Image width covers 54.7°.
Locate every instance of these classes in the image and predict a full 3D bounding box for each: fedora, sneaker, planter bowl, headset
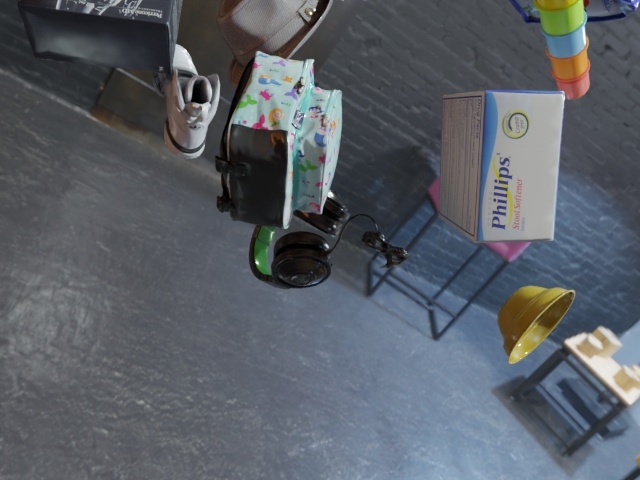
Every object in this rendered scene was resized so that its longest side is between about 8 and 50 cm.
[{"bbox_3d":[-0.105,-0.433,1.172,0.124,0.275,0.243,48,-15,-33],"label":"fedora"},{"bbox_3d":[-0.358,-0.423,1.673,0.137,0.210,0.366,0,65,-27],"label":"sneaker"},{"bbox_3d":[0.467,0.169,1.400,0.090,0.217,0.217,44,22,30],"label":"planter bowl"},{"bbox_3d":[0.000,0.000,1.362,0.185,0.244,0.394,29,-17,-35],"label":"headset"}]

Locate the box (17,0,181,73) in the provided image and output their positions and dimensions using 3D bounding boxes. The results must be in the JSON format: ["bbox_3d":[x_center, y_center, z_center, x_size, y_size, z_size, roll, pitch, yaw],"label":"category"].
[{"bbox_3d":[-0.529,-0.612,1.554,0.343,0.179,0.313,4,63,-9],"label":"box"}]

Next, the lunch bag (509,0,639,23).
[{"bbox_3d":[0.726,-0.779,1.667,0.238,0.328,0.385,19,5,-41],"label":"lunch bag"}]

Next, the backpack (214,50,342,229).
[{"bbox_3d":[-0.062,-0.173,1.001,0.191,0.225,0.254,4,53,-3],"label":"backpack"}]

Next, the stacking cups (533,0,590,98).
[{"bbox_3d":[0.471,-0.405,1.199,0.096,0.096,0.316,55,4,38],"label":"stacking cups"}]

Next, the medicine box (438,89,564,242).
[{"bbox_3d":[0.333,-0.151,1.195,0.149,0.264,0.289,-1,12,-3],"label":"medicine box"}]
